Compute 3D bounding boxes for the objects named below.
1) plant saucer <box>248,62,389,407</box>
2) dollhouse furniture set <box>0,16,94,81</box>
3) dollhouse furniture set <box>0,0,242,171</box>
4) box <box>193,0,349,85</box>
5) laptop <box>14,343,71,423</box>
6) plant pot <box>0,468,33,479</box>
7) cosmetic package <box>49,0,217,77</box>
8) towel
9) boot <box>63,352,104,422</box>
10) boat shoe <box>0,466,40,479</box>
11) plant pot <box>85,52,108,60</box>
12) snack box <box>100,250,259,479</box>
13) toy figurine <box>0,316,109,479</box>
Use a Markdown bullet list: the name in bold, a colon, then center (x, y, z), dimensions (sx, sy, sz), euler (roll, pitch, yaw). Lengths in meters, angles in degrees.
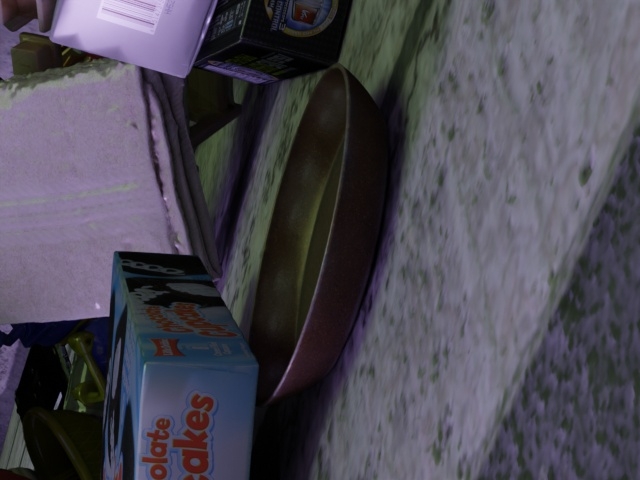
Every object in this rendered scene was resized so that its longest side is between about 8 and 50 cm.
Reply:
- **plant saucer**: center (0.000, 0.000, 0.844), dimensions (0.168, 0.029, 0.168), euler (-167, 90, -80)
- **dollhouse furniture set**: center (-0.297, -0.204, 1.557), dimensions (0.201, 0.374, 0.152), euler (-33, 26, 28)
- **dollhouse furniture set**: center (-0.148, -0.114, 1.328), dimensions (0.101, 0.161, 0.182), euler (-41, -41, -50)
- **box**: center (-0.018, -0.213, 1.117), dimensions (0.270, 0.060, 0.216), euler (-170, 94, -79)
- **laptop**: center (-0.276, 0.151, 2.098), dimensions (0.264, 0.136, 0.234), euler (68, 152, 27)
- **plant pot**: center (-0.291, 0.333, 1.366), dimensions (0.272, 0.272, 0.265), euler (-93, 27, -55)
- **cosmetic package**: center (-0.107, -0.239, 1.177), dimensions (0.127, 0.107, 0.238), euler (115, 167, -47)
- **towel**: center (-0.199, -0.033, 1.294), dimensions (0.049, 0.282, 0.187), euler (-24, -74, -53)
- **boot**: center (-0.200, 0.065, 1.657), dimensions (0.190, 0.076, 0.209), euler (96, -171, -67)
- **boat shoe**: center (-0.368, 0.347, 1.960), dimensions (0.355, 0.130, 0.132), euler (-150, 71, -71)
- **plant pot**: center (-0.137, -0.248, 1.434), dimensions (0.174, 0.191, 0.191), euler (-88, 14, -73)
- **snack box**: center (-0.085, 0.122, 0.962), dimensions (0.322, 0.060, 0.187), euler (-137, 51, -78)
- **toy figurine**: center (-0.187, 0.049, 1.489), dimensions (0.362, 0.217, 0.191), euler (56, 134, 12)
